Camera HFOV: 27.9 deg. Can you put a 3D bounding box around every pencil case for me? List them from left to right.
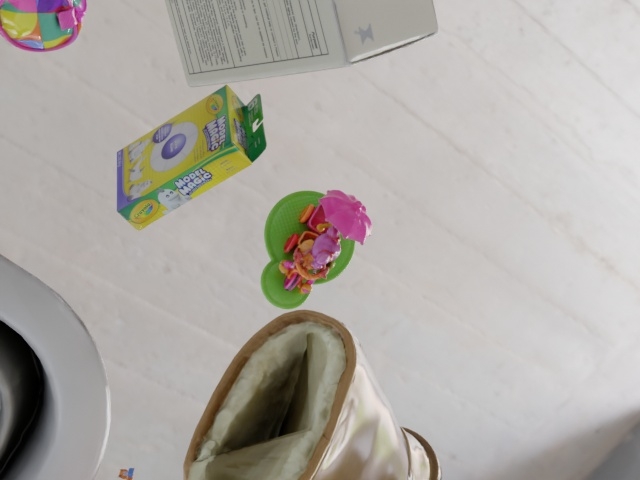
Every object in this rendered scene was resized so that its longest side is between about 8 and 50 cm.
[{"bbox_3d":[-0.294,-0.312,1.387,0.104,0.236,0.104,-2,143,-2],"label":"pencil case"}]

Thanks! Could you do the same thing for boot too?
[{"bbox_3d":[-0.021,0.178,0.725,0.236,0.089,0.269,-67,160,-12],"label":"boot"}]

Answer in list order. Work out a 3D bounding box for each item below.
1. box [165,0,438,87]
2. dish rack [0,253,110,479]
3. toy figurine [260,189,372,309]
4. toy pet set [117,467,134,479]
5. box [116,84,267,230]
[{"bbox_3d":[-0.027,-0.234,1.191,0.127,0.232,0.149,-24,107,-40],"label":"box"},{"bbox_3d":[-0.255,0.087,0.372,0.285,0.072,0.333,36,94,-20],"label":"dish rack"},{"bbox_3d":[0.000,0.000,1.664,0.130,0.159,0.173,33,71,-10],"label":"toy figurine"},{"bbox_3d":[-0.327,0.403,1.937,0.065,0.122,0.114,15,157,-4],"label":"toy pet set"},{"bbox_3d":[-0.139,-0.095,1.394,0.179,0.105,0.043,-28,131,16],"label":"box"}]
